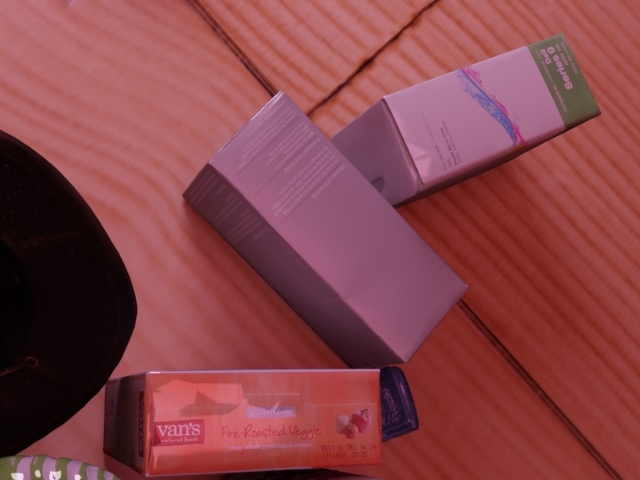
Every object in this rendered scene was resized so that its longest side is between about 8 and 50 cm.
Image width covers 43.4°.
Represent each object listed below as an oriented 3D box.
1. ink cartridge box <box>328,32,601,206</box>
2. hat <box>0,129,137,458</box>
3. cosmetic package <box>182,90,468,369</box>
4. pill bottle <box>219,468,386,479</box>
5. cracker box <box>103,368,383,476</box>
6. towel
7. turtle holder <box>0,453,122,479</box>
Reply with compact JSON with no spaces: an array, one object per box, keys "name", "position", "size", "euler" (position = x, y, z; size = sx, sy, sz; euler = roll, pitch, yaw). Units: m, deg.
[{"name":"ink cartridge box","position":[0.127,-0.103,0.768],"size":[0.212,0.154,0.093],"euler":[-25,89,-23]},{"name":"hat","position":[-0.285,0.020,0.566],"size":[0.331,0.331,0.134],"euler":[12,37,-19]},{"name":"cosmetic package","position":[0.000,0.000,0.715],"size":[0.238,0.127,0.107],"euler":[44,68,-9]},{"name":"pill bottle","position":[0.003,0.247,0.579],"size":[0.160,0.283,0.160],"euler":[4,78,-21]},{"name":"cracker box","position":[-0.071,0.132,0.602],"size":[0.156,0.232,0.067],"euler":[3,78,-20]},{"name":"towel","position":[0.031,0.160,0.746],"size":[0.119,0.029,0.067],"euler":[-13,83,-22]},{"name":"turtle holder","position":[-0.240,0.260,0.510],"size":[0.227,0.243,0.320],"euler":[49,65,-22]}]
